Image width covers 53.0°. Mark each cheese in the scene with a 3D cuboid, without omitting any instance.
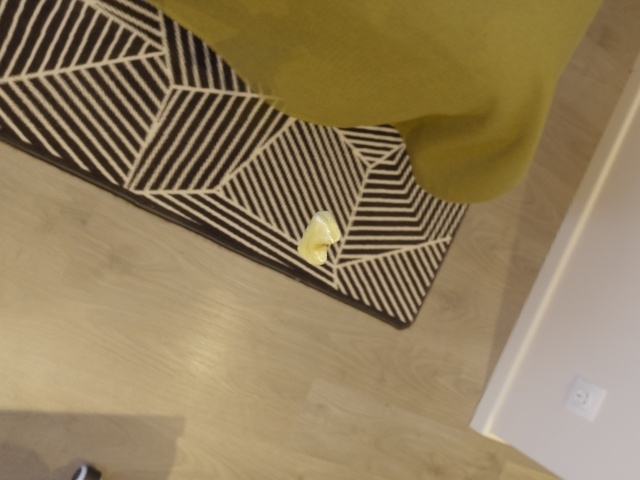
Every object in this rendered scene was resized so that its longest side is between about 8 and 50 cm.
[{"bbox_3d":[0.000,0.000,0.767,0.030,0.083,0.044,-20,66,-30],"label":"cheese"}]
